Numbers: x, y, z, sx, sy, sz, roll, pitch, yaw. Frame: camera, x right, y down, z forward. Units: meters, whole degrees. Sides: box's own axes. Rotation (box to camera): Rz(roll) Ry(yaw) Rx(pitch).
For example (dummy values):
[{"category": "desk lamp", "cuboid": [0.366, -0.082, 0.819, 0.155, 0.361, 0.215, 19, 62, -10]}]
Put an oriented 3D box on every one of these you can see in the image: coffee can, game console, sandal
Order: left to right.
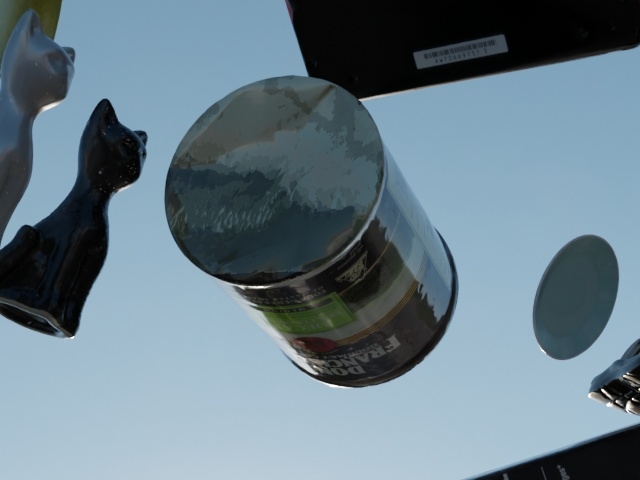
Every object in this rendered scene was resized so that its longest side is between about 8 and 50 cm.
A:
[{"category": "coffee can", "cuboid": [0.000, 0.000, 1.276, 0.201, 0.202, 0.275, -20, -29, 10]}, {"category": "game console", "cuboid": [0.105, -0.318, 1.295, 0.386, 0.060, 0.342, -6, -70, 38]}, {"category": "sandal", "cuboid": [0.325, 0.120, 1.279, 0.090, 0.060, 0.219, 25, -19, -5]}]

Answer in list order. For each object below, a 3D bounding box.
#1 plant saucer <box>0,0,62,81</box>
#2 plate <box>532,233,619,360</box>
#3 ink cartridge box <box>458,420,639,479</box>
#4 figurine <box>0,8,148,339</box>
[{"category": "plant saucer", "cuboid": [-0.295, -0.264, 1.313, 0.037, 0.241, 0.241, 7, -41, 4]}, {"category": "plate", "cuboid": [0.362, 0.080, 1.963, 0.188, 0.024, 0.188, -16, -65, -37]}, {"category": "ink cartridge box", "cuboid": [0.249, 0.286, 1.306, 0.371, 0.176, 0.069, -15, -10, -14]}, {"category": "figurine", "cuboid": [-0.235, -0.057, 1.141, 0.092, 0.209, 0.215, 13, -24, 28]}]
